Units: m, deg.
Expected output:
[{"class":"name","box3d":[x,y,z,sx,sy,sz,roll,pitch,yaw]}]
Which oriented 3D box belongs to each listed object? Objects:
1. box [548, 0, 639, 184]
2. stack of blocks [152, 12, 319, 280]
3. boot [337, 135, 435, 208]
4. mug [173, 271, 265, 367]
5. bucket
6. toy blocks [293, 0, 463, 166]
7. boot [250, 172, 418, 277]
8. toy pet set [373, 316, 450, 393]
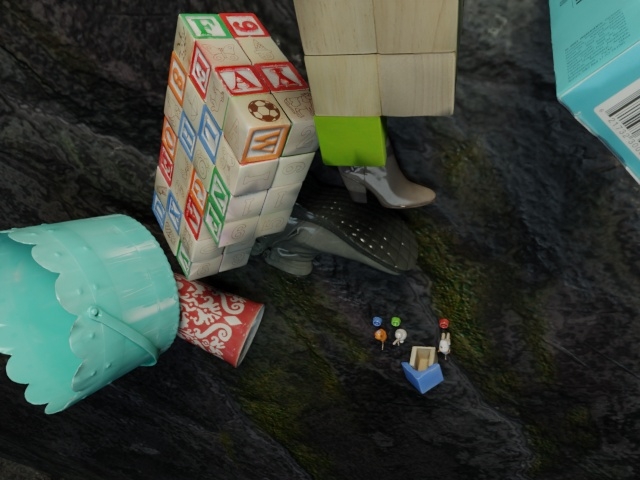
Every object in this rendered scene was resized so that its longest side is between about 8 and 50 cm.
[{"class":"box","box3d":[0.220,-0.147,0.398,0.100,0.244,0.060,38,134,-17]},{"class":"stack of blocks","box3d":[-0.111,-0.079,0.638,0.171,0.087,0.297,58,144,25]},{"class":"boot","box3d":[0.078,-0.085,0.664,0.118,0.042,0.087,1,126,11]},{"class":"mug","box3d":[-0.197,0.138,0.937,0.169,0.113,0.150,23,135,2]},{"class":"bucket","box3d":[-0.356,0.095,0.827,0.281,0.183,0.281,13,111,37]},{"class":"toy blocks","box3d":[0.046,-0.274,0.347,0.190,0.261,0.382,3,141,15]},{"class":"boot","box3d":[0.000,0.000,0.758,0.246,0.083,0.161,28,141,4]},{"class":"toy pet set","box3d":[0.147,0.184,0.882,0.122,0.065,0.114,-2,132,23]}]
